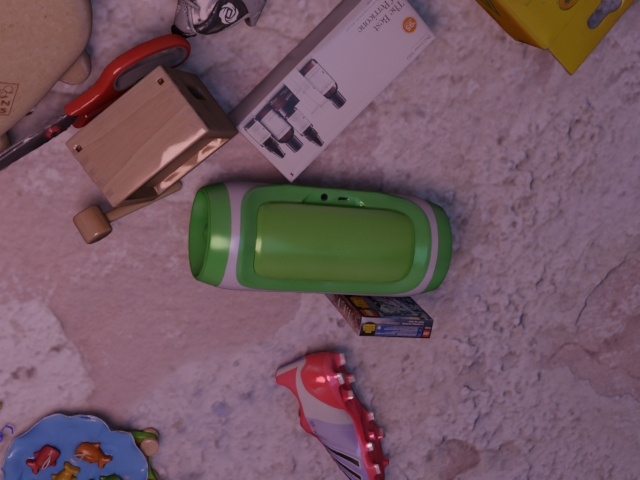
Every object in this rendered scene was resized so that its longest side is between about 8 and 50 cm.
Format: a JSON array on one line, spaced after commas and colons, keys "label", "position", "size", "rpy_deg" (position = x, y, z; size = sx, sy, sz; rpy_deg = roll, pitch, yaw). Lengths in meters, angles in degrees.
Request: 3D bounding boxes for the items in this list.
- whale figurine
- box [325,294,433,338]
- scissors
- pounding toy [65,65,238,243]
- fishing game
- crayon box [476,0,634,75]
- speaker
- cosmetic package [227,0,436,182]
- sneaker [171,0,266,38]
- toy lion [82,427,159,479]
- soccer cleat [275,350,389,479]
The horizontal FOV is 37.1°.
[{"label": "whale figurine", "position": [-0.339, -0.194, 0.954], "size": [0.216, 0.141, 0.272], "rpy_deg": [-3, 135, -36]}, {"label": "box", "position": [0.069, 0.080, 1.174], "size": [0.094, 0.137, 0.027], "rpy_deg": [5, 108, -19]}, {"label": "scissors", "position": [-0.266, -0.131, 0.989], "size": [0.297, 0.021, 0.109], "rpy_deg": [-28, 161, -20]}, {"label": "pounding toy", "position": [-0.201, -0.091, 1.027], "size": [0.206, 0.181, 0.094], "rpy_deg": [-37, 89, 11]}, {"label": "fishing game", "position": [-0.301, 0.299, 1.168], "size": [0.264, 0.041, 0.189], "rpy_deg": [31, 103, -17]}, {"label": "crayon box", "position": [0.239, -0.367, 1.095], "size": [0.318, 0.081, 0.202], "rpy_deg": [39, 94, -26]}, {"label": "speaker", "position": [0.000, 0.000, 1.129], "size": [0.296, 0.131, 0.131], "rpy_deg": [4, 108, -20]}, {"label": "cosmetic package", "position": [0.013, -0.187, 1.098], "size": [0.239, 0.060, 0.099], "rpy_deg": [-45, 118, 2]}, {"label": "sneaker", "position": [-0.153, -0.281, 0.995], "size": [0.228, 0.086, 0.132], "rpy_deg": [16, 106, -24]}, {"label": "toy lion", "position": [-0.253, 0.289, 1.207], "size": [0.096, 0.034, 0.100], "rpy_deg": [0, 110, -11]}, {"label": "soccer cleat", "position": [0.022, 0.249, 1.266], "size": [0.095, 0.083, 0.248], "rpy_deg": [-11, 122, 18]}]
